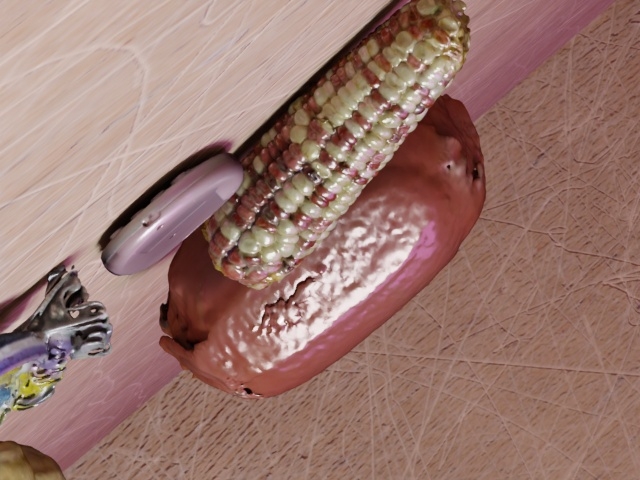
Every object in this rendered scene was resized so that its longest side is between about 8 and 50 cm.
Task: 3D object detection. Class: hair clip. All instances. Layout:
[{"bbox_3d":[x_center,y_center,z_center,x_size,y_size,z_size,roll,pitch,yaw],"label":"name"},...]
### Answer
[{"bbox_3d":[-0.197,0.080,1.034,0.172,0.049,0.116,-32,161,-17],"label":"hair clip"}]

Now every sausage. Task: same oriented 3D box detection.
[{"bbox_3d":[0.000,0.000,1.327,0.280,0.152,0.152,-42,177,12],"label":"sausage"}]

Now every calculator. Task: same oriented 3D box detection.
[{"bbox_3d":[-0.090,-0.015,1.135,0.103,0.024,0.166,-42,178,5],"label":"calculator"}]

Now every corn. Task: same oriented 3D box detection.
[{"bbox_3d":[0.011,-0.064,1.188,0.237,0.079,0.079,-45,176,23],"label":"corn"}]

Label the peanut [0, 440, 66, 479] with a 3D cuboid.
[{"bbox_3d":[-0.248,0.195,1.308,0.137,0.122,0.253,-41,172,-8],"label":"peanut"}]
